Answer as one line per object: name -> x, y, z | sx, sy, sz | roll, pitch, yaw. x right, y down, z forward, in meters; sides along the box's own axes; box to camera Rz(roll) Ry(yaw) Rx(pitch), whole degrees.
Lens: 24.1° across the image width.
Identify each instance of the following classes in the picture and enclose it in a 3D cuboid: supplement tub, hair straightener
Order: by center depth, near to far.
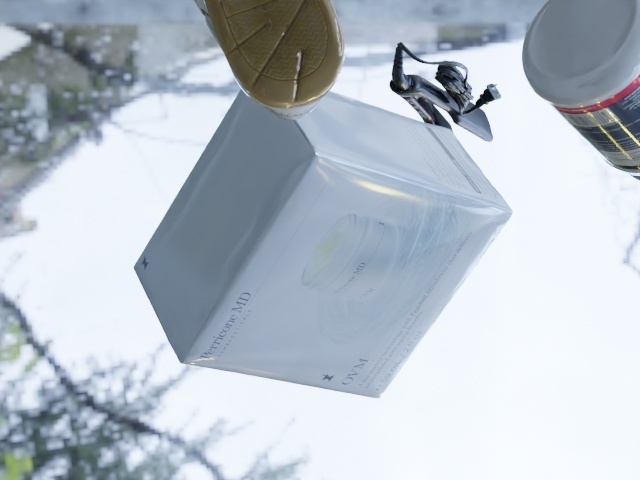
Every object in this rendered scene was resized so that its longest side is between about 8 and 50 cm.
hair straightener -> 0.134, -0.151, 1.509 | 0.089, 0.230, 0.047 | -21, -116, 17
supplement tub -> 0.400, -0.200, 1.913 | 0.191, 0.272, 0.191 | -23, -129, 31

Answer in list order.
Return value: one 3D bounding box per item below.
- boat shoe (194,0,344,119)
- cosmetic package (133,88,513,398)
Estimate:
boat shoe -> -0.061, -0.206, 0.974 | 0.096, 0.098, 0.277 | 115, -41, -79
cosmetic package -> 0.000, 0.000, 1.286 | 0.224, 0.225, 0.138 | -57, -140, 24
